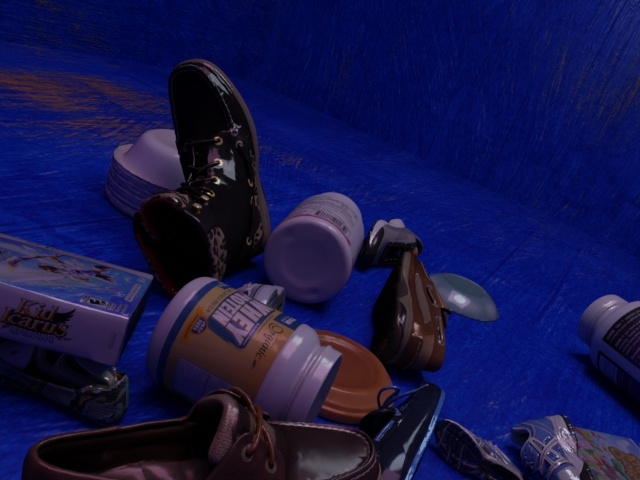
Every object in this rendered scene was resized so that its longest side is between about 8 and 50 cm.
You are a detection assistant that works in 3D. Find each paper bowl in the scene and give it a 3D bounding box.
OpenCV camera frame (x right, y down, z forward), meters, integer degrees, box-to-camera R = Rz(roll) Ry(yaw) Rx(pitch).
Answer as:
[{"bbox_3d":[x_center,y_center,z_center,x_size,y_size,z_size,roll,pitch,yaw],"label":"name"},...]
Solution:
[{"bbox_3d":[-0.290,-0.133,1.269,0.284,0.148,0.284,19,20,-7],"label":"paper bowl"}]

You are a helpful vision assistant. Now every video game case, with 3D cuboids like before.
[{"bbox_3d":[0.441,0.354,0.894,0.193,0.023,0.212,15,20,-16],"label":"video game case"},{"bbox_3d":[-0.339,0.055,0.731,0.244,0.061,0.269,16,3,-12],"label":"video game case"}]

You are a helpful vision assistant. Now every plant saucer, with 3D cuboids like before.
[{"bbox_3d":[0.324,0.117,1.392,0.194,0.038,0.195,19,19,-7],"label":"plant saucer"},{"bbox_3d":[0.019,0.188,0.888,0.199,0.037,0.200,18,20,-7],"label":"plant saucer"}]

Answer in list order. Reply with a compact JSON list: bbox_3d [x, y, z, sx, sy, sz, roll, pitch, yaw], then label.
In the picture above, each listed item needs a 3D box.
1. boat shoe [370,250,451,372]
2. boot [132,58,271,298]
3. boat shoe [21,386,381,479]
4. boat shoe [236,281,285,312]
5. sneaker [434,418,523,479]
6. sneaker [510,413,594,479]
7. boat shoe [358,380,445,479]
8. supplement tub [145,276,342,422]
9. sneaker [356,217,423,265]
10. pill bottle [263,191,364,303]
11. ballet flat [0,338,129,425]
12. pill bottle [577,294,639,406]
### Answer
[{"bbox_3d":[0.167,0.133,1.091,0.119,0.123,0.324,26,27,-2],"label":"boat shoe"},{"bbox_3d":[-0.202,-0.098,1.008,0.138,0.378,0.284,-6,20,16],"label":"boot"},{"bbox_3d":[-0.088,0.202,0.554,0.341,0.123,0.123,3,23,-24],"label":"boat shoe"},{"bbox_3d":[-0.102,0.105,0.910,0.075,0.083,0.226,7,-4,2],"label":"boat shoe"},{"bbox_3d":[0.211,0.289,0.812,0.135,0.052,0.058,39,15,24],"label":"sneaker"},{"bbox_3d":[0.312,0.317,0.812,0.081,0.080,0.211,-3,20,6],"label":"sneaker"},{"bbox_3d":[0.088,0.232,0.741,0.089,0.109,0.258,23,17,17],"label":"boat shoe"},{"bbox_3d":[-0.089,0.145,0.727,0.199,0.144,0.144,25,20,12],"label":"supplement tub"},{"bbox_3d":[0.169,0.011,1.429,0.108,0.100,0.271,34,22,19],"label":"sneaker"},{"bbox_3d":[0.000,0.000,1.186,0.160,0.161,0.283,22,19,4],"label":"pill bottle"},{"bbox_3d":[-0.293,0.137,0.665,0.188,0.070,0.070,21,19,0],"label":"ballet flat"},{"bbox_3d":[0.666,0.241,1.190,0.181,0.182,0.323,11,22,-27],"label":"pill bottle"}]
